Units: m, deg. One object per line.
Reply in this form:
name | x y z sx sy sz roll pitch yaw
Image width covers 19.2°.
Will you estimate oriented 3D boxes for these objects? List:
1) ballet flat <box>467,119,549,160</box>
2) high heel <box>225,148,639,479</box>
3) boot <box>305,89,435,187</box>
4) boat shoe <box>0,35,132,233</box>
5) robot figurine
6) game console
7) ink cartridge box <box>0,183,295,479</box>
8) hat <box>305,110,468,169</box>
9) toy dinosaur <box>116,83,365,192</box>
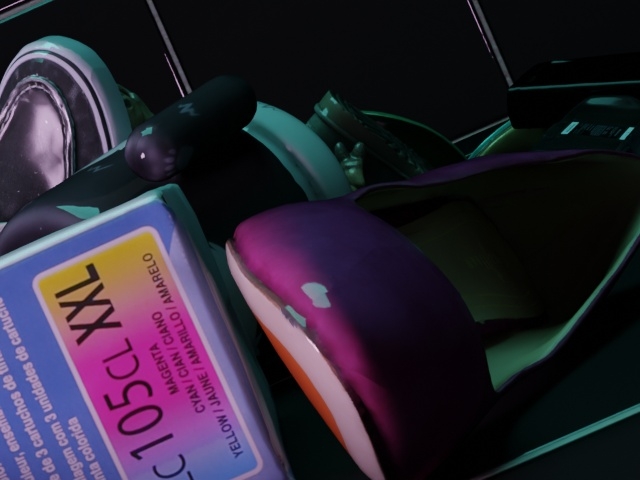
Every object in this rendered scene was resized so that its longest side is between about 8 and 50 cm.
ballet flat | 0.216 -0.092 1.685 0.232 0.073 0.080 -34 -15 -46
high heel | 0.071 0.001 0.802 0.181 0.127 0.377 -34 0 4
boot | 0.001 0.000 1.568 0.208 0.189 0.076 -50 14 11
boat shoe | -0.208 0.015 1.299 0.113 0.306 0.105 20 19 18
robot figurine | -0.098 0.017 1.208 0.209 0.173 0.278 -25 9 47
game console | 0.233 -0.094 1.470 0.213 0.044 0.361 -2 17 23
ink cartridge box | -0.222 0.115 0.918 0.395 0.151 0.270 -22 3 -2
hat | 0.023 0.010 1.674 0.208 0.173 0.183 -19 41 49
toy dinosaur | -0.035 -0.014 1.419 0.296 0.127 0.200 21 13 -1
